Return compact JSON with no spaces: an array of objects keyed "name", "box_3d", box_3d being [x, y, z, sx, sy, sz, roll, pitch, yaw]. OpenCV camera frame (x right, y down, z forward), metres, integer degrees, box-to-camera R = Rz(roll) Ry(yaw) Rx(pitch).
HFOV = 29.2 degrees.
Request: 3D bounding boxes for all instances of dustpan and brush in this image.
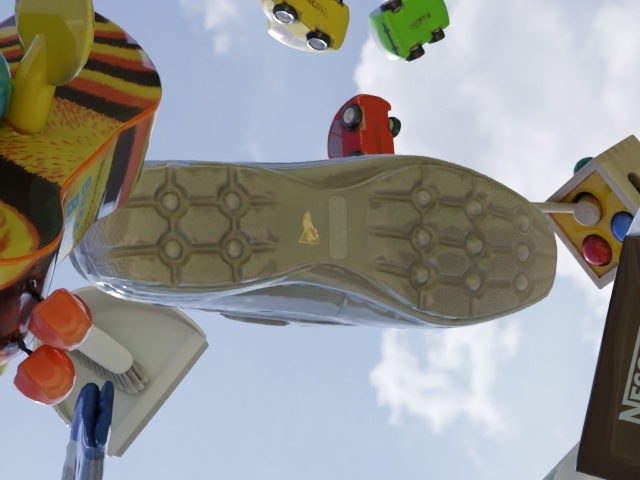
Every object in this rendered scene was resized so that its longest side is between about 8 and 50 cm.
[{"name":"dustpan and brush","box_3d":[-0.229,0.083,1.140,0.147,0.211,0.060,-52,-23,-17]}]

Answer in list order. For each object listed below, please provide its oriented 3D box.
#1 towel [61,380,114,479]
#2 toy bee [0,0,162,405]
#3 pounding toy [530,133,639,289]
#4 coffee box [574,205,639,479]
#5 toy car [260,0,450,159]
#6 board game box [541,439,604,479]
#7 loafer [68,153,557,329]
[{"name":"towel","box_3d":[-0.213,0.273,1.008,0.034,0.209,0.285,12,-82,-10]},{"name":"toy bee","box_3d":[-0.140,-0.002,0.486,0.162,0.195,0.298,32,-126,13]},{"name":"pounding toy","box_3d":[0.285,-0.031,1.280,0.100,0.130,0.141,-30,-102,-37]},{"name":"coffee box","box_3d":[0.230,0.052,0.758,0.246,0.098,0.141,-24,-56,-71]},{"name":"toy car","box_3d":[0.045,-0.176,1.142,0.225,0.053,0.239,-41,-69,-43]},{"name":"board game box","box_3d":[0.377,0.265,0.971,0.390,0.390,0.050,44,-178,21]},{"name":"loafer","box_3d":[0.000,0.000,0.773,0.319,0.111,0.112,7,-97,-23]}]
